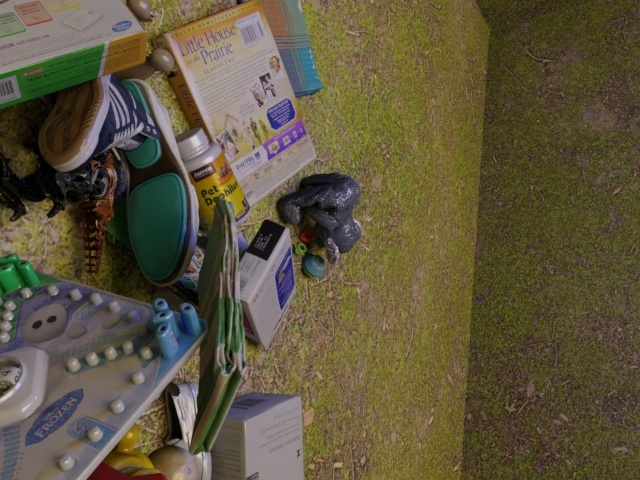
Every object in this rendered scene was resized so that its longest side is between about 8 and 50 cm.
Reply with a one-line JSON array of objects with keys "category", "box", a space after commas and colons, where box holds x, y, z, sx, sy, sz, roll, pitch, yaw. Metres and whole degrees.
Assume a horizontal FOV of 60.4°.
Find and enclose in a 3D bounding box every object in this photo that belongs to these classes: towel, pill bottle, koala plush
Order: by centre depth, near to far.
[{"category": "towel", "box": [-0.164, 0.123, 0.836, 0.038, 0.248, 0.325, 7, 44, -19]}, {"category": "pill bottle", "box": [-0.242, -0.126, 1.173, 0.117, 0.117, 0.215, -53, 129, -44]}, {"category": "towel", "box": [-0.109, -0.569, 1.488, 0.271, 0.040, 0.370, -35, 115, -53]}, {"category": "koala plush", "box": [0.035, -0.055, 1.500, 0.196, 0.203, 0.221, -46, 124, -47]}]

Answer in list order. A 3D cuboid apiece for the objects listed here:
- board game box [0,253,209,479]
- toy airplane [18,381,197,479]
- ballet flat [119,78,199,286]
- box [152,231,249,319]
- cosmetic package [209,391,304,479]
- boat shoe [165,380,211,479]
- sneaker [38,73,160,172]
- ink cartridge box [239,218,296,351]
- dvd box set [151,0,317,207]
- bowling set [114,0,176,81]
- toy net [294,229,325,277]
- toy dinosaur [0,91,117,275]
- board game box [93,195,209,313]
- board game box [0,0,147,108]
[{"category": "board game box", "box": [-0.401, 0.172, 0.664, 0.390, 0.390, 0.050, -52, 145, -45]}, {"category": "toy airplane", "box": [-0.318, 0.347, 0.788, 0.272, 0.384, 0.386, 9, 122, -34]}, {"category": "ballet flat", "box": [-0.292, -0.109, 1.022, 0.139, 0.139, 0.400, 2, 67, -56]}, {"category": "box", "box": [-0.235, 0.084, 1.164, 0.203, 0.114, 0.103, -58, 133, -43]}, {"category": "cosmetic package", "box": [-0.151, 0.550, 1.201, 0.217, 0.156, 0.385, -1, 87, -58]}, {"category": "boat shoe", "box": [-0.279, 0.404, 1.112, 0.075, 0.083, 0.226, 2, 74, -44]}, {"category": "sneaker", "box": [-0.320, -0.161, 0.827, 0.282, 0.099, 0.153, -107, 169, -45]}, {"category": "ink cartridge box", "box": [-0.121, 0.115, 1.217, 0.371, 0.069, 0.176, 85, 29, -63]}, {"category": "dvd box set", "box": [-0.181, -0.320, 1.302, 0.307, 0.062, 0.420, -44, 122, -40]}, {"category": "bowling set", "box": [-0.384, -0.427, 0.962, 0.287, 0.154, 0.200, 26, 65, -52]}, {"category": "toy net", "box": [0.000, 0.000, 1.591, 0.122, 0.045, 0.232, 42, 44, -9]}, {"category": "toy dinosaur", "box": [-0.406, -0.113, 0.915, 0.322, 0.164, 0.218, 61, 19, 1]}, {"category": "board game box", "box": [-0.286, 0.014, 1.056, 0.259, 0.030, 0.136, 41, 49, -6]}, {"category": "board game box", "box": [-0.428, -0.343, 0.753, 0.242, 0.064, 0.316, -30, 77, -29]}]
